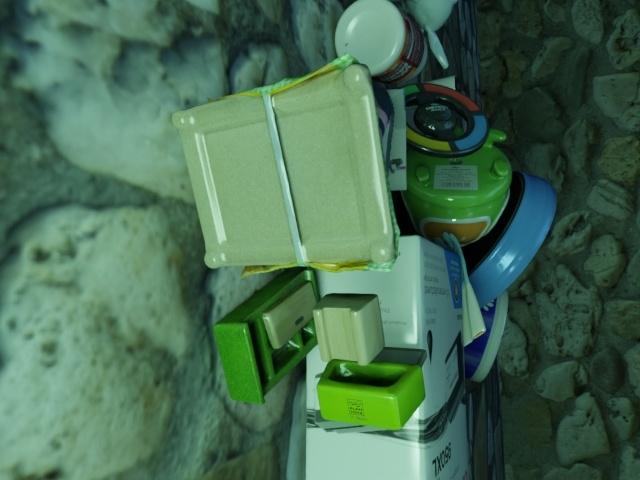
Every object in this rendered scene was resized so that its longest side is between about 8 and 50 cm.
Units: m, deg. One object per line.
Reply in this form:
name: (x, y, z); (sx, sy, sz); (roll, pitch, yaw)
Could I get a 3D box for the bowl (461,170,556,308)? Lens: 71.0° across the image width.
bowl: (0.405, -0.002, 1.115); (0.077, 0.391, 0.391); (33, 42, -3)

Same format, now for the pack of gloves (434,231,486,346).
pack of gloves: (0.210, 0.108, 0.862); (0.046, 0.195, 0.232); (12, 49, -19)

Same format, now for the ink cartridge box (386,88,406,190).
ink cartridge box: (0.122, -0.161, 0.799); (0.181, 0.061, 0.105); (75, 18, -54)

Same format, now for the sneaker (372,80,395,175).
sneaker: (0.024, -0.154, 0.627); (0.131, 0.112, 0.319); (31, 41, -22)

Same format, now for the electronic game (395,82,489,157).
electronic game: (0.242, -0.258, 0.947); (0.048, 0.229, 0.230); (99, 7, -53)

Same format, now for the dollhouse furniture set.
dollhouse furniture set: (0.000, 0.000, 0.444); (0.151, 0.197, 0.302); (-31, 114, -59)

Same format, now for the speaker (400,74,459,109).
speaker: (0.256, -0.348, 1.061); (0.055, 0.136, 0.055); (13, 75, -62)

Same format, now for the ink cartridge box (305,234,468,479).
ink cartridge box: (0.111, 0.208, 0.667); (0.285, 0.166, 0.396); (14, 74, -62)

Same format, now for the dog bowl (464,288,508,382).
dog bowl: (0.406, 0.234, 1.204); (0.265, 0.104, 0.265); (16, 90, -79)

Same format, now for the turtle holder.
turtle holder: (0.292, -0.130, 1.043); (0.320, 0.243, 0.228); (-115, -169, -47)

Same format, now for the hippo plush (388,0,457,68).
hippo plush: (0.167, -0.546, 0.901); (0.236, 0.234, 0.295); (-5, 124, -43)

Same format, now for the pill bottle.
pill bottle: (0.121, -0.351, 0.814); (0.221, 0.121, 0.121); (-26, 109, -61)
